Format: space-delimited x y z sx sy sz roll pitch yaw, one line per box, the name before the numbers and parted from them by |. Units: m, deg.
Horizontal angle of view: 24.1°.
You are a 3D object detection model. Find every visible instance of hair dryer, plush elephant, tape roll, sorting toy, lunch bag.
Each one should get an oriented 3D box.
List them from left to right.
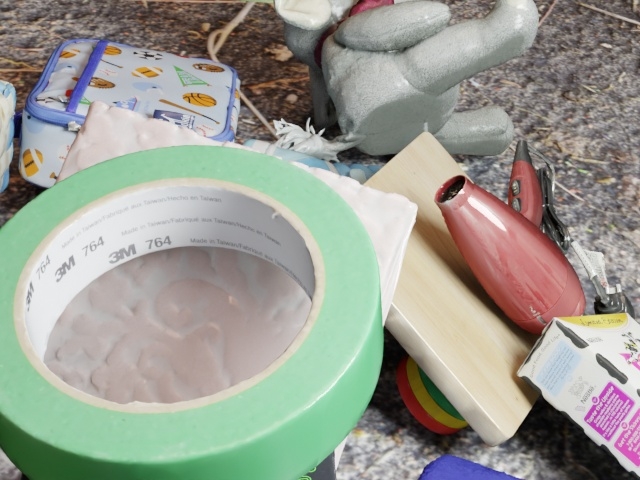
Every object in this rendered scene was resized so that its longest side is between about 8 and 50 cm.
lunch bag | -0.216 -0.136 1.686 0.243 0.115 0.303 12 22 -4
tape roll | -0.111 0.061 1.160 0.321 0.077 0.321 -3 46 3
plush elephant | 0.065 -0.231 1.786 0.329 0.272 0.255 -18 60 -4
sorting toy | 0.111 0.054 1.452 0.257 0.089 0.255 50 35 -1
hair dryer | 0.191 -0.005 1.462 0.293 0.080 0.224 16 42 -59

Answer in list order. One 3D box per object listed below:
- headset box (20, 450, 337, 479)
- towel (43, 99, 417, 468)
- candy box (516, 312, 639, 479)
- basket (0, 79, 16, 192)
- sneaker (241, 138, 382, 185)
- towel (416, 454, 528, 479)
headset box | -0.104 0.274 1.102 0.246 0.131 0.283 2 33 -5
towel | -0.112 0.066 1.311 0.331 0.317 0.053 19 -5 16
candy box | 0.314 0.162 1.365 0.233 0.071 0.159 41 22 29
basket | -0.441 -0.069 1.483 0.254 0.201 0.289 20 29 12
sneaker | 0.000 0.000 1.557 0.208 0.127 0.319 8 34 0
towel | 0.199 0.295 1.215 0.308 0.076 0.227 19 28 16
